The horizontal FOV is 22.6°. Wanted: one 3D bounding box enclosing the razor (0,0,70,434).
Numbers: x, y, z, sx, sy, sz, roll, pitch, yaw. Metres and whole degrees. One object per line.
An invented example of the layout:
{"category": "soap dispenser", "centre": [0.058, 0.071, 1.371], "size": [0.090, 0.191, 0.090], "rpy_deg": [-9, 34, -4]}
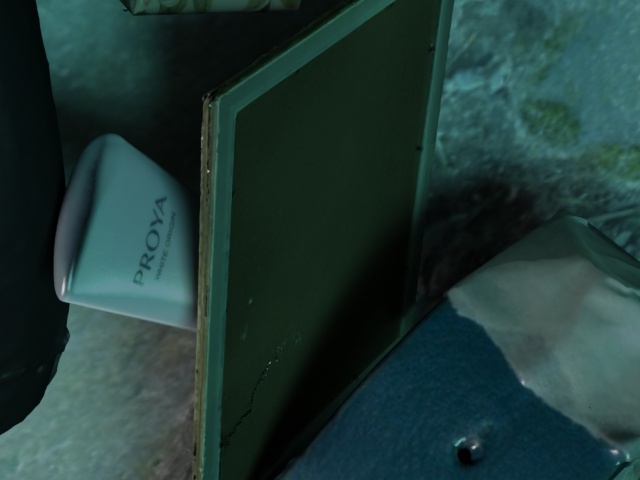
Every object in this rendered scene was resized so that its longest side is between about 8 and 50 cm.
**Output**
{"category": "razor", "centre": [-0.203, -0.029, 0.692], "size": [0.189, 0.107, 0.327], "rpy_deg": [-22, 135, -27]}

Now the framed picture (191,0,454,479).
{"category": "framed picture", "centre": [0.000, 0.000, 0.865], "size": [0.231, 0.018, 0.293], "rpy_deg": [-40, 145, -45]}

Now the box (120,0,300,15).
{"category": "box", "centre": [-0.051, -0.140, 0.760], "size": [0.098, 0.045, 0.062], "rpy_deg": [-4, 127, -33]}

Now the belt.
{"category": "belt", "centre": [0.076, 0.190, 0.984], "size": [0.436, 0.173, 0.300], "rpy_deg": [-58, 160, 12]}

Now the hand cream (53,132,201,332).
{"category": "hand cream", "centre": [-0.065, 0.014, 0.825], "size": [0.255, 0.048, 0.079], "rpy_deg": [32, 65, -66]}
